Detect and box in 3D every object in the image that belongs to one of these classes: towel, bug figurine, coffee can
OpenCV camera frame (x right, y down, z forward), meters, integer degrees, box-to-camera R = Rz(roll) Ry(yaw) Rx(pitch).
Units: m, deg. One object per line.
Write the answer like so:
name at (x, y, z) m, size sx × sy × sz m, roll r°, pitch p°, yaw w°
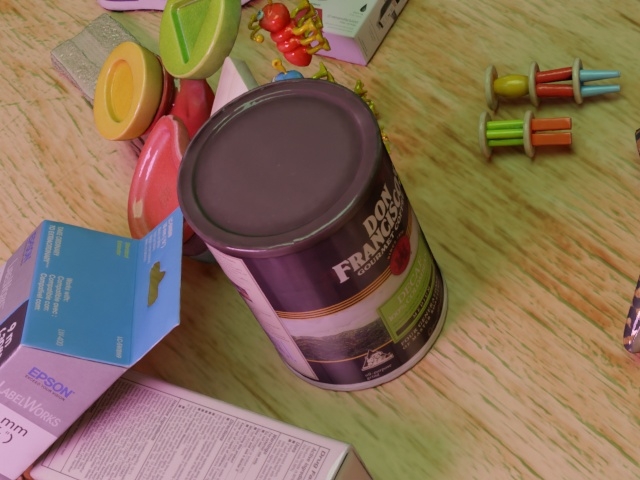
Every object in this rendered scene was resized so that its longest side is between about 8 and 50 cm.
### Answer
towel at (-0.288, -0.240, 1.835) m, size 0.110 × 0.027 × 0.148 m, roll -39°, pitch 52°, yaw -9°
bug figurine at (0.001, -0.154, 1.521) m, size 0.072 × 0.216 × 0.279 m, roll -32°, pitch 28°, yaw 12°
coffee can at (0.000, 0.000, 1.393) m, size 0.201 × 0.275 × 0.202 m, roll -10°, pitch 54°, yaw 14°

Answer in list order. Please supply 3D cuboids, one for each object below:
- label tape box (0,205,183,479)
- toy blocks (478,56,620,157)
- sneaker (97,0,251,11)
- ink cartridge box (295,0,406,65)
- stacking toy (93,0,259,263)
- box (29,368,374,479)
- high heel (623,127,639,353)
label tape box at (-0.288, 0.099, 1.419) m, size 0.333 × 0.106 × 0.241 m, roll -44°, pitch 25°, yaw 19°
toy blocks at (0.256, -0.148, 1.540) m, size 0.148 × 0.054 × 0.123 m, roll -2°, pitch 55°, yaw 20°
sneaker at (-0.198, -0.372, 1.831) m, size 0.283 × 0.124 × 0.107 m, roll -1°, pitch 57°, yaw 21°
ink cartridge box at (0.041, -0.294, 1.725) m, size 0.099 × 0.056 × 0.135 m, roll 17°, pitch 65°, yaw 31°
stacking toy at (-0.122, -0.143, 1.587) m, size 0.279 × 0.130 × 0.309 m, roll -47°, pitch 47°, yaw 34°
box at (-0.112, 0.240, 1.365) m, size 0.311 × 0.121 × 0.148 m, roll 16°, pitch 64°, yaw 30°
high heel at (0.341, -0.012, 1.410) m, size 0.261 × 0.093 × 0.186 m, roll -53°, pitch 37°, yaw -8°
